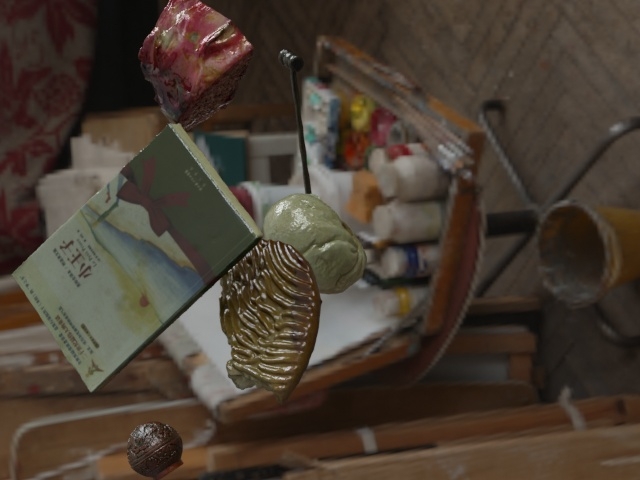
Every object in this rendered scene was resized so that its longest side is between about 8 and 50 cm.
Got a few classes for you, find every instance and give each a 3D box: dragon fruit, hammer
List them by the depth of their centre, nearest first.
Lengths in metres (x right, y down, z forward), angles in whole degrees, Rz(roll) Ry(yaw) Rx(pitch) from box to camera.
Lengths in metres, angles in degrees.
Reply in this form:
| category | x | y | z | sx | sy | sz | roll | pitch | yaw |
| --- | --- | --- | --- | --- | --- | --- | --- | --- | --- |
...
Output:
| category | x | y | z | sx | sy | sz | roll | pitch | yaw |
| --- | --- | --- | --- | --- | --- | --- | --- | --- | --- |
| dragon fruit | -0.207 | -0.257 | 1.748 | 0.161 | 0.126 | 0.274 | 55 | 161 | 2 |
| hammer | -0.034 | -0.180 | 2.055 | 0.058 | 0.029 | 0.292 | -136 | 35 | -60 |

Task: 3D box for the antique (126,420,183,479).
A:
| category | x | y | z | sx | sy | sz | roll | pitch | yaw |
| --- | --- | --- | --- | --- | --- | --- | --- | --- | --- |
| antique | -0.287 | 0.360 | 2.078 | 0.104 | 0.104 | 0.104 | 14 | 106 | 56 |

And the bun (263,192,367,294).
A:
| category | x | y | z | sx | sy | sz | roll | pitch | yaw |
| --- | --- | --- | --- | --- | --- | --- | --- | --- | --- |
| bun | 0.000 | 0.000 | 1.885 | 0.111 | 0.188 | 0.164 | -39 | 17 | 19 |

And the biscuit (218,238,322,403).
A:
| category | x | y | z | sx | sy | sz | roll | pitch | yaw |
| --- | --- | --- | --- | --- | --- | --- | --- | --- | --- |
| biscuit | -0.075 | 0.085 | 1.430 | 0.228 | 0.031 | 0.176 | 30 | 88 | 49 |

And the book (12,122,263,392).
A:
| category | x | y | z | sx | sy | sz | roll | pitch | yaw |
| --- | --- | --- | --- | --- | --- | --- | --- | --- | --- |
| book | -0.225 | 0.019 | 1.460 | 0.289 | 0.026 | 0.201 | -43 | 68 | 11 |
